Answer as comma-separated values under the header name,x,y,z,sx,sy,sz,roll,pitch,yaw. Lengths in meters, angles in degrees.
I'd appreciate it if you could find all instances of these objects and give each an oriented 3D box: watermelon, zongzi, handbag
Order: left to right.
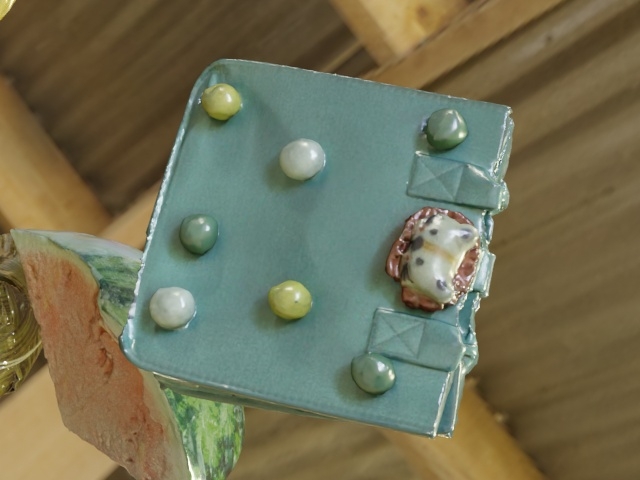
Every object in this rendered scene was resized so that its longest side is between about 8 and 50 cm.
name,x,y,z,sx,sy,sz,roll,pitch,yaw
zongzi,-0.313,0.038,1.692,0.111,0.248,0.241,29,-45,-7
watermelon,-0.177,0.099,1.530,0.176,0.256,0.260,-14,-77,-2
handbag,-0.003,-0.002,1.236,0.274,0.269,0.100,11,-15,20

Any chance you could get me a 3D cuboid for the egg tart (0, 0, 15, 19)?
name,x,y,z,sx,sy,sz,roll,pitch,yaw
egg tart,-0.364,-0.233,1.445,0.241,0.241,0.106,-1,-48,41
